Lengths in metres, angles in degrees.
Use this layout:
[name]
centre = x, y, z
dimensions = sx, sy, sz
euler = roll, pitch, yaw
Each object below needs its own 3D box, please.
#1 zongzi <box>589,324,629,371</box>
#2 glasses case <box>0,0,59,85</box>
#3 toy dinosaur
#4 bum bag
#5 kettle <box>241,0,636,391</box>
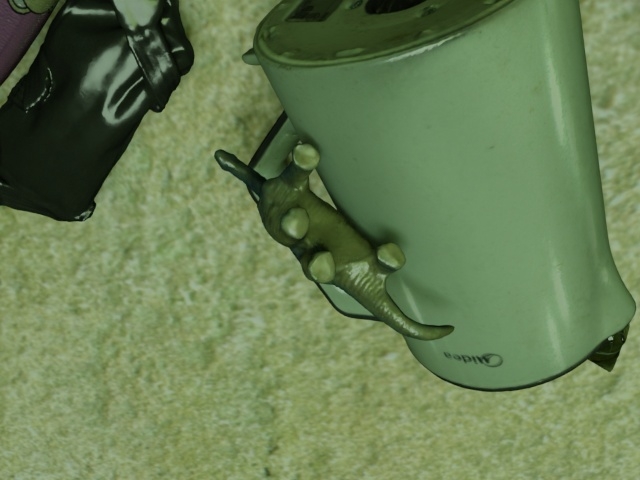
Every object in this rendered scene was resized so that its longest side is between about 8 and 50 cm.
[zongzi]
centre = 0.316, 0.127, 0.921
dimensions = 0.104, 0.052, 0.113
euler = 4, 138, 9
[glasses case]
centre = -0.259, -0.232, 0.646
dimensions = 0.076, 0.123, 0.316
euler = 32, 120, -25
[toy dinosaur]
centre = 0.000, 0.000, 0.655
dimensions = 0.247, 0.188, 0.075
euler = 43, 82, -6
[bum bag]
centre = -0.235, -0.130, 0.749
dimensions = 0.142, 0.080, 0.326
euler = 40, 121, -14
[kettle]
centre = 0.083, -0.059, 0.706
dimensions = 0.361, 0.250, 0.377
euler = -3, 130, 30
